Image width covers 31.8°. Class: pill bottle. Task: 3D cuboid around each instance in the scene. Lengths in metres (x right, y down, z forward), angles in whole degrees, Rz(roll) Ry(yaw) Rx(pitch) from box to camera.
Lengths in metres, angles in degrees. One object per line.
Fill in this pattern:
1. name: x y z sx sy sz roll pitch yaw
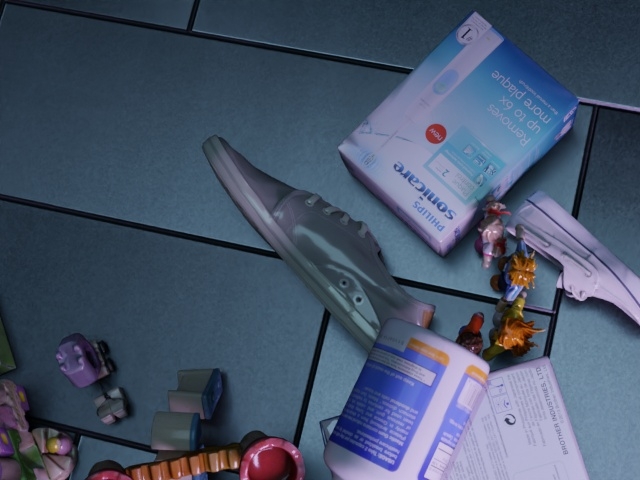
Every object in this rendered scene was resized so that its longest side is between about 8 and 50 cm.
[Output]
1. pill bottle: 0.096 0.250 1.448 0.152 0.152 0.272 25 82 13

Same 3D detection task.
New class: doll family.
1. doll family: 0.265 0.073 1.594 0.118 0.163 0.263 10 88 5

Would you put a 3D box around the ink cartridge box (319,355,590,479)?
1. ink cartridge box: 0.166 0.344 1.567 0.396 0.151 0.270 -17 74 3

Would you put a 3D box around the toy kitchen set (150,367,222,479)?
1. toy kitchen set: -0.163 0.319 1.668 0.122 0.166 0.207 1 114 9

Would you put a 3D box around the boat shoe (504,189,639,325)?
1. boat shoe: 0.381 0.042 1.634 0.088 0.096 0.267 -44 74 1

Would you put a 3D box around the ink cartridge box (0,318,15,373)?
1. ink cartridge box: -0.568 0.123 1.767 0.109 0.062 0.209 -23 75 3

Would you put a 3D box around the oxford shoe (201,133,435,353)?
1. oxford shoe: 0.000 0.000 1.663 0.130 0.169 0.449 -44 83 0

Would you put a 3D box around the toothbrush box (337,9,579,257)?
1. toothbrush box: 0.205 -0.157 1.686 0.295 0.126 0.216 -45 75 -2

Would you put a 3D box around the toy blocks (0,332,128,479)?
1. toy blocks: -0.440 0.307 1.607 0.309 0.260 0.288 -26 75 2

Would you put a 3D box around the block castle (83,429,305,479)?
1. block castle: -0.150 0.491 1.465 0.303 0.213 0.453 -8 93 -11
